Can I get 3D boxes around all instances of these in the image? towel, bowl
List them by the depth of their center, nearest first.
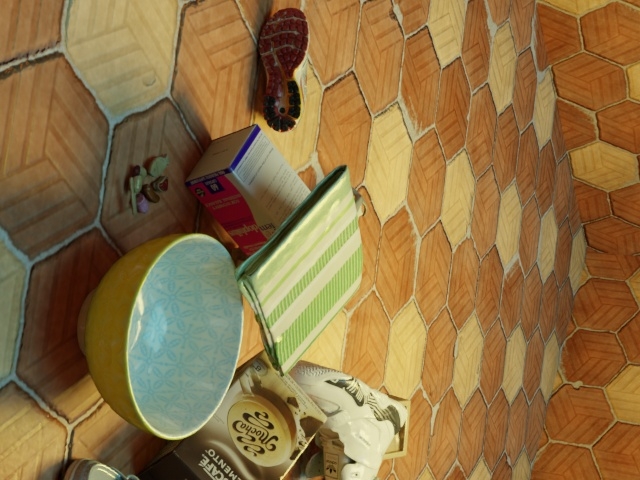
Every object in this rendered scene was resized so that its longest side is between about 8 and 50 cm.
[{"bbox_3d":[-0.246,0.124,1.482,0.289,0.156,0.289,-23,116,-60],"label":"bowl"},{"bbox_3d":[-0.022,0.057,1.671,0.248,0.038,0.325,-47,152,-20],"label":"towel"}]

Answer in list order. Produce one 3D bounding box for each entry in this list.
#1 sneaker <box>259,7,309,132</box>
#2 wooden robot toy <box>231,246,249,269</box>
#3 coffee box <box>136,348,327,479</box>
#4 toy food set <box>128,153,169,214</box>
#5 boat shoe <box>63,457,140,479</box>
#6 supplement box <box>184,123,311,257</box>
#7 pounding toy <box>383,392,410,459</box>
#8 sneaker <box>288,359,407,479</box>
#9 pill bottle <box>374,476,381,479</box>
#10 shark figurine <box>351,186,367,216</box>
[{"bbox_3d":[-0.064,-0.301,1.870,0.093,0.088,0.225,11,85,-84],"label":"sneaker"},{"bbox_3d":[-0.130,0.055,1.806,0.173,0.076,0.079,-18,122,-61],"label":"wooden robot toy"},{"bbox_3d":[-0.137,0.336,1.709,0.168,0.119,0.297,48,38,-4],"label":"coffee box"},{"bbox_3d":[-0.260,-0.081,1.572,0.122,0.019,0.078,-41,132,-64],"label":"toy food set"},{"bbox_3d":[-0.244,0.426,1.515,0.320,0.103,0.118,55,24,-20],"label":"boat shoe"},{"bbox_3d":[-0.097,-0.063,1.717,0.220,0.111,0.114,50,47,-26],"label":"supplement box"},{"bbox_3d":[0.088,0.438,2.303,0.206,0.094,0.181,1,95,-42],"label":"pounding toy"},{"bbox_3d":[0.026,0.375,2.083,0.366,0.137,0.210,34,73,-45],"label":"sneaker"},{"bbox_3d":[0.059,0.612,2.182,0.245,0.130,0.130,-72,153,-43],"label":"pill bottle"},{"bbox_3d":[0.014,-0.025,2.053,0.278,0.116,0.166,-62,-179,-24],"label":"shark figurine"}]
